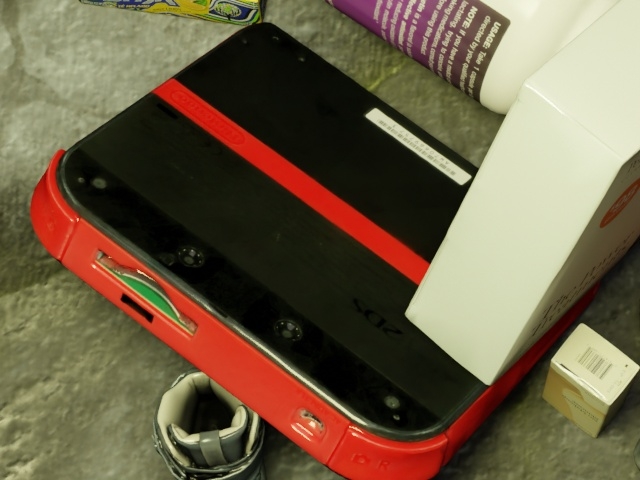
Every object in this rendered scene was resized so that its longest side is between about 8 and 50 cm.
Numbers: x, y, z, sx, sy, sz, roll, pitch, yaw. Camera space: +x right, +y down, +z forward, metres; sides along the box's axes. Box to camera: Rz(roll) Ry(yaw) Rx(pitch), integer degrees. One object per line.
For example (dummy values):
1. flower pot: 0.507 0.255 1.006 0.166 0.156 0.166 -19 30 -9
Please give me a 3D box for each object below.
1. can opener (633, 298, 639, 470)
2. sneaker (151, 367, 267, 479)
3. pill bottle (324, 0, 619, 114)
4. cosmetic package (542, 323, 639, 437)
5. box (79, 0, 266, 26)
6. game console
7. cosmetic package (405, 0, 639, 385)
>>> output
1. can opener: 0.285 0.124 1.555 0.073 0.059 0.186 -17 57 24
2. sneaker: -0.073 0.207 1.479 0.086 0.163 0.226 -13 71 -4
3. pill bottle: 0.126 -0.228 1.620 0.323 0.181 0.181 35 75 13
4. cosmetic package: 0.213 0.112 1.527 0.060 0.115 0.041 37 76 15
5. box: -0.131 -0.234 1.698 0.169 0.054 0.059 8 70 6
6. game console: 0.000 0.000 1.538 0.386 0.060 0.342 37 42 13
7. cosmetic package: 0.245 -0.093 1.449 0.097 0.284 0.377 39 54 15
